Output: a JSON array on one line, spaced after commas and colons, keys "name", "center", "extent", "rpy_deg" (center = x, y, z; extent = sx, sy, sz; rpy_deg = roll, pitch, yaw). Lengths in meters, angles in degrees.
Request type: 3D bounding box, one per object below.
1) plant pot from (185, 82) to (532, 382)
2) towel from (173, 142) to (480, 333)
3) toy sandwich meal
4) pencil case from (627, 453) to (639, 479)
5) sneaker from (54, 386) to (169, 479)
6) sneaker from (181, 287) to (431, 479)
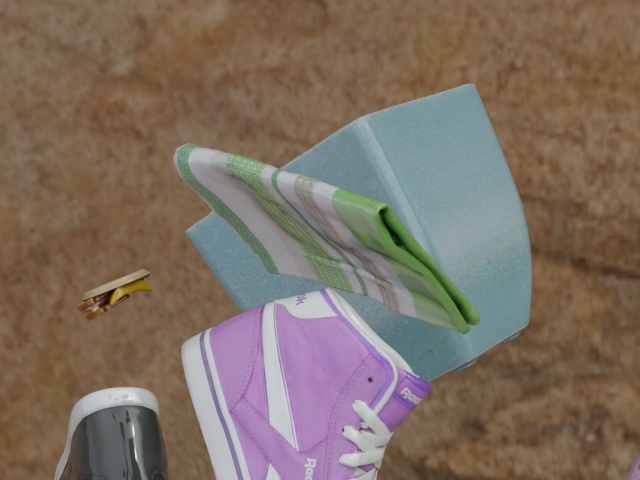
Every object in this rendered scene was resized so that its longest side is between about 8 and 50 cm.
[{"name": "plant pot", "center": [0.071, 0.022, 1.628], "extent": [0.247, 0.248, 0.252], "rpy_deg": [-32, 85, 34]}, {"name": "towel", "center": [0.000, 0.000, 0.838], "extent": [0.152, 0.113, 0.023], "rpy_deg": [19, 71, 44]}, {"name": "toy sandwich meal", "center": [-0.212, 0.056, 1.696], "extent": [0.085, 0.085, 0.029], "rpy_deg": [-22, 92, -3]}, {"name": "pencil case", "center": [0.229, 0.008, 0.562], "extent": [0.124, 0.124, 0.284], "rpy_deg": [36, 90, 30]}, {"name": "sneaker", "center": [-0.183, 0.258, 1.458], "extent": [0.104, 0.296, 0.147], "rpy_deg": [-4, 60, -10]}, {"name": "sneaker", "center": [0.015, 0.168, 1.147], "extent": [0.161, 0.102, 0.282], "rpy_deg": [-23, 76, 10]}]
